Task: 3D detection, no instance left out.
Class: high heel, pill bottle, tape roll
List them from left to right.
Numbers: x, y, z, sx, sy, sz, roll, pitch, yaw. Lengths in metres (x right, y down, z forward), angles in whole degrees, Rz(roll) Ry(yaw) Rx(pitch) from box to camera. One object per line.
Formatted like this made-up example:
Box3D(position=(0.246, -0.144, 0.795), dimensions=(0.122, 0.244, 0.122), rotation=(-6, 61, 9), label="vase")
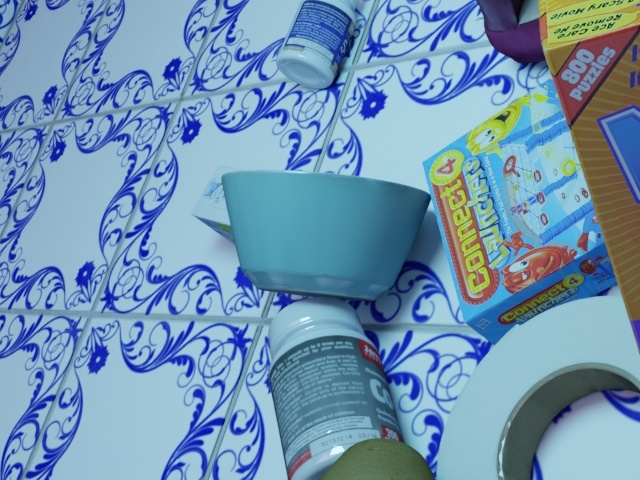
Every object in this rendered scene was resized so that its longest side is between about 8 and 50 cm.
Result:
Box3D(position=(0.002, -0.381, 2.029), dimensions=(0.112, 0.112, 0.186), rotation=(4, 66, 47), label="pill bottle")
Box3D(position=(0.017, 0.222, 1.527), dimensions=(0.161, 0.161, 0.283), rotation=(-36, 42, 21), label="pill bottle")
Box3D(position=(0.309, 0.248, 1.283), dimensions=(0.392, 0.072, 0.392), rotation=(-26, 47, 31), label="tape roll")
Box3D(position=(0.392, -0.305, 1.563), dimensions=(0.377, 0.181, 0.127), rotation=(20, 72, 42), label="high heel")

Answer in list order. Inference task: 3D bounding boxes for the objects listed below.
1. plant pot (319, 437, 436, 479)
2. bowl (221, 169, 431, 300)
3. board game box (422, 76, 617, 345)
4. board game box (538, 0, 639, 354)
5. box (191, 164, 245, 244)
Box3D(position=(0.061, 0.351, 1.268), dimensions=(0.237, 0.237, 0.254), rotation=(-32, 19, 25), label="plant pot")
Box3D(position=(0.000, 0.000, 1.636), dimensions=(0.311, 0.311, 0.163), rotation=(1, 82, 46), label="bowl")
Box3D(position=(0.306, -0.060, 1.499), dimensions=(0.302, 0.086, 0.308), rotation=(-33, 43, 24), label="board game box")
Box3D(position=(0.433, -0.163, 1.093), dimensions=(0.356, 0.356, 0.356), rotation=(-14, 33, 19), label="board game box")
Box3D(position=(-0.104, -0.046, 1.887), dimensions=(0.203, 0.114, 0.103), rotation=(14, 72, 51), label="box")
